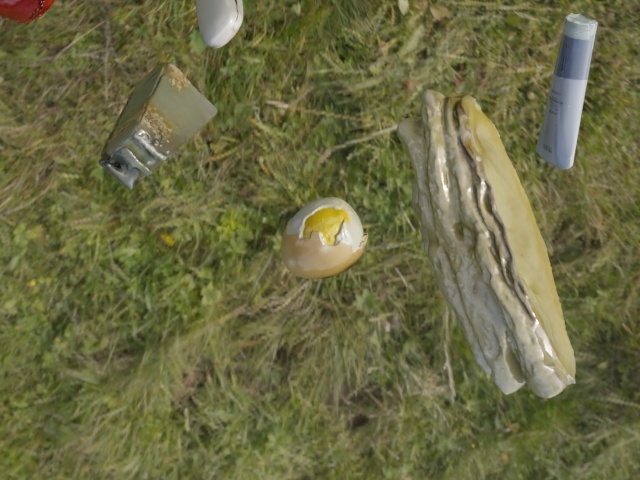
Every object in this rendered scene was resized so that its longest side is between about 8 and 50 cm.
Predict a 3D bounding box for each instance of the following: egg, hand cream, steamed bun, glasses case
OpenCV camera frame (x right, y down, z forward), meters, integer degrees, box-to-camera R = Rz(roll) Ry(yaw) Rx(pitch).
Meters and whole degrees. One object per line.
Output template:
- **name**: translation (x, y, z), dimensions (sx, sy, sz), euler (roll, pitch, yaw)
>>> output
- **egg**: translation (0.000, 0.000, 0.748), dimensions (0.083, 0.071, 0.071), euler (-30, 113, 18)
- **hand cream**: translation (0.400, -0.238, 1.332), dimensions (0.048, 0.079, 0.255), euler (-17, 128, -23)
- **steamed bun**: translation (0.221, 0.010, 1.158), dimensions (0.189, 0.247, 0.428), euler (-25, 81, 35)
- **glasses case**: translation (-0.173, -0.401, 1.386), dimensions (0.051, 0.204, 0.081), euler (29, 125, -36)

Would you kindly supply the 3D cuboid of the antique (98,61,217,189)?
- **antique**: translation (-0.318, -0.209, 1.546), dimensions (0.125, 0.284, 0.150), euler (-35, 111, 30)

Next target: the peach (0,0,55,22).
- **peach**: translation (-0.391, -0.334, 1.006), dimensions (0.127, 0.092, 0.172), euler (-25, 143, -1)
